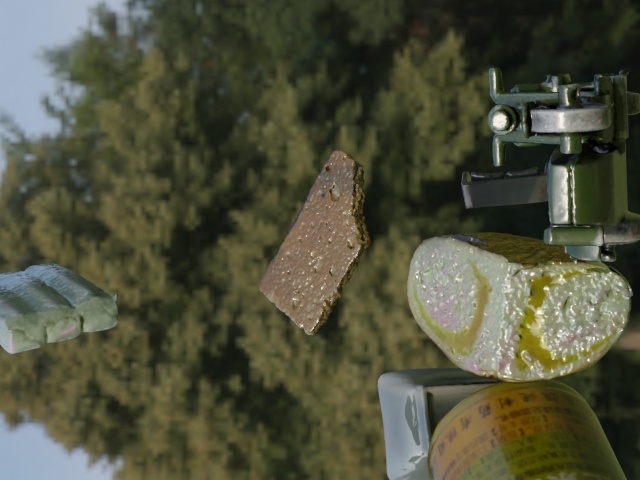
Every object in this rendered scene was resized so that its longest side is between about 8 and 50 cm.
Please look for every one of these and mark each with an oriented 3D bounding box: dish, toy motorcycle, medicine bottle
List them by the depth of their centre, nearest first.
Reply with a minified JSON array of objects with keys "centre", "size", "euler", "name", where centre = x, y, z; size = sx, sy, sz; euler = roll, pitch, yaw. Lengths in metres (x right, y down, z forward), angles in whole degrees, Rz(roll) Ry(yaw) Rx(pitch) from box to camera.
[{"centre":[0.249,-0.072,1.569],"size":[0.275,0.127,0.205],"euler":[-20,-71,-66],"name":"toy motorcycle"},{"centre":[0.271,0.359,1.848],"size":[0.384,0.224,0.224],"euler":[-107,5,-50],"name":"medicine bottle"},{"centre":[0.189,0.235,2.059],"size":[0.077,0.212,0.151],"euler":[140,128,-63],"name":"dish"}]

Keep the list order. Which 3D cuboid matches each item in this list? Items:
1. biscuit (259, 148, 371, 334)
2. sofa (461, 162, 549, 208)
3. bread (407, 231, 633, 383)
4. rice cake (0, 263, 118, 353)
[{"centre":[0.009,0.002,2.187],"size":[0.026,0.131,0.237],"euler":[16,-72,-50],"name":"biscuit"},{"centre":[0.308,-0.100,2.615],"size":[0.085,0.147,0.060],"euler":[-66,-32,-65],"name":"sofa"},{"centre":[0.239,0.074,1.807],"size":[0.156,0.261,0.158],"euler":[-4,-74,-41],"name":"bread"},{"centre":[-0.289,0.063,1.586],"size":[0.237,0.127,0.043],"euler":[14,116,64],"name":"rice cake"}]
